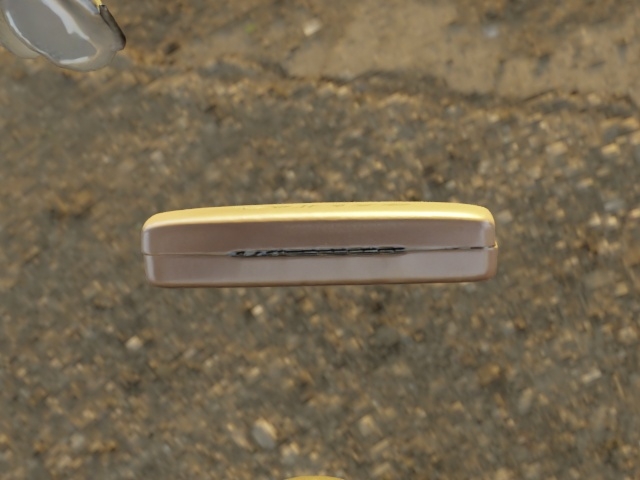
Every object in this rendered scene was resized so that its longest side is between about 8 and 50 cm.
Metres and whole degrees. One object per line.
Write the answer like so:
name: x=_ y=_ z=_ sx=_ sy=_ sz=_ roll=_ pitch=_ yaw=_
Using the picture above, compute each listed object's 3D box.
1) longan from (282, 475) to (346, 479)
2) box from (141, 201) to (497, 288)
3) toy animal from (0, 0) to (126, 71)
longan: x=-0.008 y=0.270 z=1.022 sx=0.248 sy=0.248 sz=0.248 roll=-12 pitch=51 yaw=15
box: x=0.000 y=0.000 z=0.523 sx=0.115 sy=0.025 sz=0.048 roll=-1 pitch=10 yaw=3
toy animal: x=-0.258 y=-0.222 z=0.952 sx=0.154 sy=0.325 sz=0.208 roll=-60 pitch=30 yaw=-4
